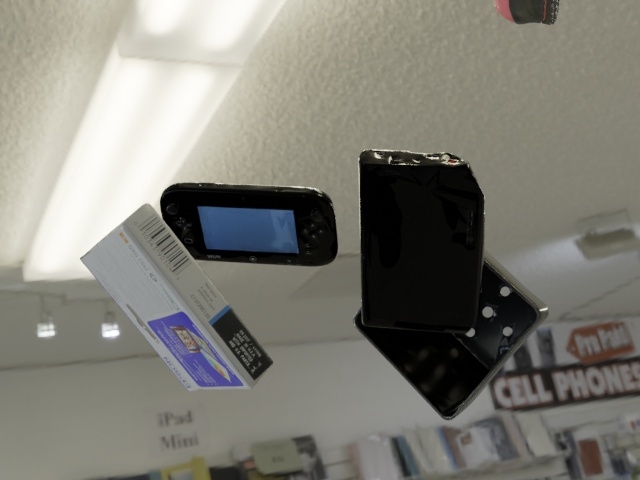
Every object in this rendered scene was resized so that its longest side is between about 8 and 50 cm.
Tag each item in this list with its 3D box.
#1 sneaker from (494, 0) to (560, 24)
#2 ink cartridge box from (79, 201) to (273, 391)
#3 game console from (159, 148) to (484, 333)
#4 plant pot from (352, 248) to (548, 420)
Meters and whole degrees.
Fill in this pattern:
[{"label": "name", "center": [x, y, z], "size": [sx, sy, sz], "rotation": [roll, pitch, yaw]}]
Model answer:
[{"label": "sneaker", "center": [0.174, -0.302, 0.911], "size": [0.136, 0.314, 0.116], "rotation": [4, -50, 12]}, {"label": "ink cartridge box", "center": [-0.159, 0.070, 0.979], "size": [0.045, 0.206, 0.208], "rotation": [-42, 9, -26]}, {"label": "game console", "center": [0.000, 0.000, 1.028], "size": [0.361, 0.044, 0.213], "rotation": [3, -58, 11]}, {"label": "plant pot", "center": [0.193, 0.097, 1.221], "size": [0.188, 0.187, 0.167], "rotation": [-54, -25, 20]}]
